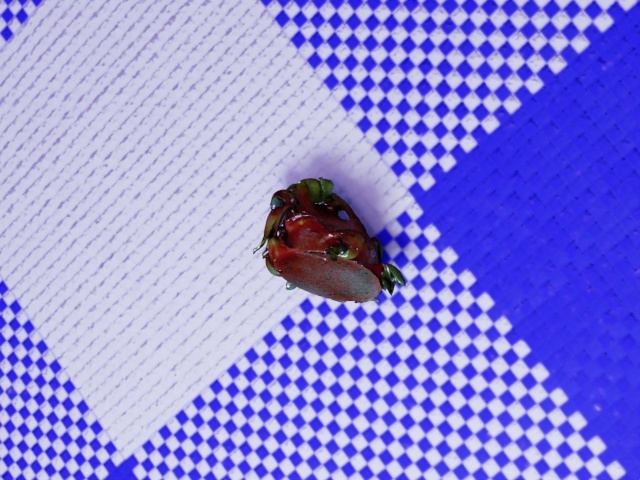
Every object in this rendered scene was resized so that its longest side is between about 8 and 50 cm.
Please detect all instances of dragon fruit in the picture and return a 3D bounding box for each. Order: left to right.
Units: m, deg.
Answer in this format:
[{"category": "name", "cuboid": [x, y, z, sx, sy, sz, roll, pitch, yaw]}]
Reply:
[{"category": "dragon fruit", "cuboid": [0.000, 0.000, 1.462, 0.138, 0.142, 0.175, 124, 137, -54]}]
